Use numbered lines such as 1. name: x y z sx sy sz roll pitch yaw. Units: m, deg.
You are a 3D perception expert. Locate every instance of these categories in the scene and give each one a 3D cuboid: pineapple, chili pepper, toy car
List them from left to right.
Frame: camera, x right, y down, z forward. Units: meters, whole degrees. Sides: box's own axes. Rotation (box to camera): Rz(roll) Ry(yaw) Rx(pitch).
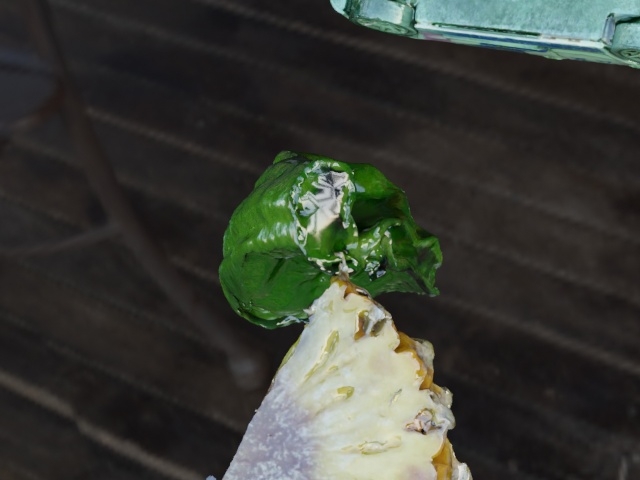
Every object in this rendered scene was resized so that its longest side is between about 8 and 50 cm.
1. chili pepper: 0.004 -0.010 1.884 0.213 0.385 0.168 -5 84 -10
2. pineapple: 0.037 0.205 1.556 0.209 0.286 0.344 27 93 8
3. toy car: 0.109 -0.126 0.841 0.224 0.076 0.090 11 88 34
